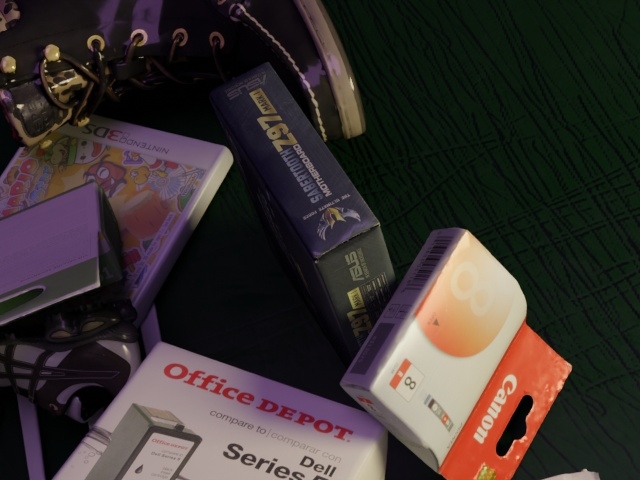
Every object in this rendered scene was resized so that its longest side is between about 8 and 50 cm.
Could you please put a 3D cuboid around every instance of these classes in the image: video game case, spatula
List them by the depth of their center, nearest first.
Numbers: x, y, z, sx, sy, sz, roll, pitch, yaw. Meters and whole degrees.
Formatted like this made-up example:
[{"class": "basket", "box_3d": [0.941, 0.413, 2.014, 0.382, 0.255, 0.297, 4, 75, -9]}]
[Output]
[{"class": "spatula", "box_3d": [-0.180, 0.163, 1.252, 0.168, 0.019, 0.242, -20, 52, 5]}, {"class": "video game case", "box_3d": [-0.217, -0.014, 1.358, 0.206, 0.026, 0.227, 15, 62, 25]}]

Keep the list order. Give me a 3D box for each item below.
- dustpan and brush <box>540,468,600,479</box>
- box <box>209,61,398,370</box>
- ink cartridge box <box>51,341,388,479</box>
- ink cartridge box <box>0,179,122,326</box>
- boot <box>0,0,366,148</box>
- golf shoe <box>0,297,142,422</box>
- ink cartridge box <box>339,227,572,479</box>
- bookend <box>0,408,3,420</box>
[{"class": "dustpan and brush", "box_3d": [0.111, 0.255, 1.091, 0.211, 0.060, 0.147, -10, 46, 3]}, {"class": "box", "box_3d": [0.000, 0.000, 1.168, 0.059, 0.232, 0.183, -30, 56, -6]}, {"class": "ink cartridge box", "box_3d": [-0.093, 0.220, 1.063, 0.198, 0.114, 0.273, 18, 43, 16]}, {"class": "ink cartridge box", "box_3d": [-0.247, 0.040, 1.215, 0.171, 0.056, 0.235, -22, 25, 0]}, {"class": "boot", "box_3d": [-0.151, -0.165, 1.354, 0.284, 0.138, 0.377, -28, 51, -11]}, {"class": "golf shoe", "box_3d": [-0.230, 0.112, 1.242, 0.198, 0.077, 0.093, -17, 88, 35]}, {"class": "ink cartridge box", "box_3d": [0.114, 0.101, 1.108, 0.045, 0.179, 0.145, -3, 50, 57]}, {"class": "bookend", "box_3d": [-0.371, 0.135, 1.239, 0.157, 0.156, 0.072, 2, 60, 17]}]
